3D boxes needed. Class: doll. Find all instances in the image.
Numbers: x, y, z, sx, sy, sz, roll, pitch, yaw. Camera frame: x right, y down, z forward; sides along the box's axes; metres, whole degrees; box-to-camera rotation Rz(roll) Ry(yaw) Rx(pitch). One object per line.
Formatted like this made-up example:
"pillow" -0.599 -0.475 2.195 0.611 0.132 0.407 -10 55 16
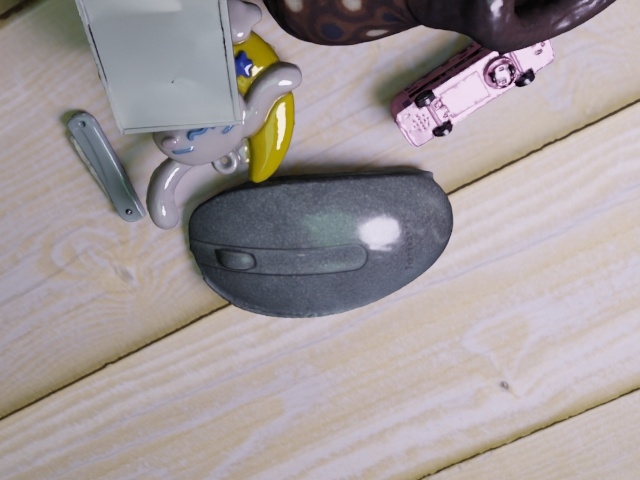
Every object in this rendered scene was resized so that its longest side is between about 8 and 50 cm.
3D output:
"doll" -0.140 -0.161 0.781 0.252 0.111 0.237 -26 115 -2

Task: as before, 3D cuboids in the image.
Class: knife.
"knife" -0.286 -0.094 0.855 0.044 0.023 0.162 -20 117 4

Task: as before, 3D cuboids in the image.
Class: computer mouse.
"computer mouse" 0.000 0.000 0.876 0.374 0.114 0.203 -10 119 2

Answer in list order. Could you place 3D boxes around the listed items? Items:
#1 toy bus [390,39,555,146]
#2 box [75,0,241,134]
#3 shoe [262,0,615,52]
"toy bus" 0.182 -0.198 0.799 0.203 0.090 0.063 -31 116 13
"box" -0.152 -0.216 0.611 0.129 0.086 0.225 -6 144 -5
"shoe" 0.130 -0.281 0.655 0.384 0.237 0.171 -17 132 2
